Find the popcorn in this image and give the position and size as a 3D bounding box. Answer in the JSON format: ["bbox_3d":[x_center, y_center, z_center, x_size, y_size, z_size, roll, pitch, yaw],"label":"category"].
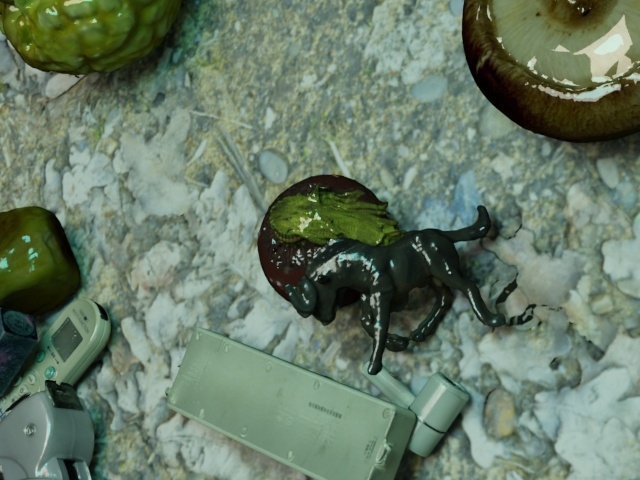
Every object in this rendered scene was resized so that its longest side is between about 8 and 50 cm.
[{"bbox_3d":[-0.296,-0.338,1.907,0.247,0.282,0.282,-29,55,-13],"label":"popcorn"}]

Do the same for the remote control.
[{"bbox_3d":[-0.339,0.167,1.899,0.221,0.042,0.078,-49,48,10],"label":"remote control"}]

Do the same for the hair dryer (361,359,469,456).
[{"bbox_3d":[0.091,0.161,1.619,0.137,0.047,0.082,40,99,43],"label":"hair dryer"}]

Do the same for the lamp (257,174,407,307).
[{"bbox_3d":[-0.003,-0.003,1.675,0.157,0.135,0.156,-53,54,10],"label":"lamp"}]

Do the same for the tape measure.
[{"bbox_3d":[-0.356,0.315,1.818,0.236,0.120,0.197,-40,60,20],"label":"tape measure"}]

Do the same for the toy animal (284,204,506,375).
[{"bbox_3d":[0.086,0.047,1.594,0.233,0.084,0.148,-22,99,-4],"label":"toy animal"}]

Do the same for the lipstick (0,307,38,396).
[{"bbox_3d":[-0.454,0.216,1.924,0.312,0.051,0.051,-54,38,25],"label":"lipstick"}]

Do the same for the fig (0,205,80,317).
[{"bbox_3d":[-0.390,0.036,1.915,0.165,0.154,0.144,-50,2,-32],"label":"fig"}]

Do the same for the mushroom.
[{"bbox_3d":[0.281,-0.234,1.554,0.278,0.163,0.297,-50,54,20],"label":"mushroom"}]

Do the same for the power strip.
[{"bbox_3d":[-0.045,0.185,1.671,0.367,0.043,0.106,18,84,45],"label":"power strip"}]
